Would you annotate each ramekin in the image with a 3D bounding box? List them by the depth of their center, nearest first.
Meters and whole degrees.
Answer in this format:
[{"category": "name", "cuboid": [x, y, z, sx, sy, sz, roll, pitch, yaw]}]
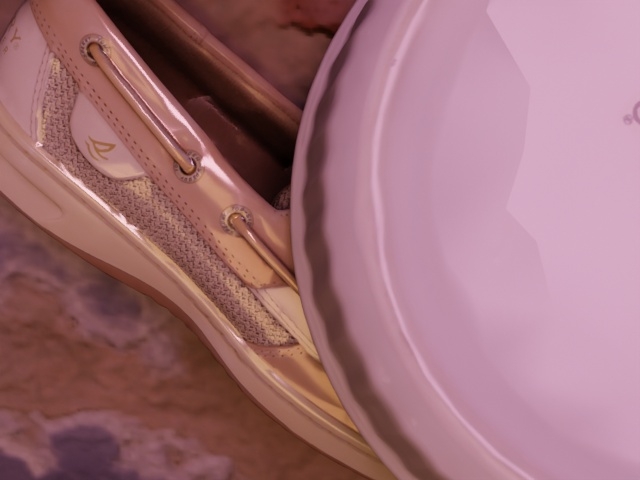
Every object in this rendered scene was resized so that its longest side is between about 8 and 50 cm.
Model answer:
[{"category": "ramekin", "cuboid": [0.119, -0.012, 0.422, 0.273, 0.127, 0.272, 0, 85, 5]}]

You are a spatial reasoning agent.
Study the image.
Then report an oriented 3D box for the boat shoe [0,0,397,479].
[{"category": "boat shoe", "cuboid": [0.000, 0.000, 0.537, 0.302, 0.109, 0.098, 37, 121, -7]}]
